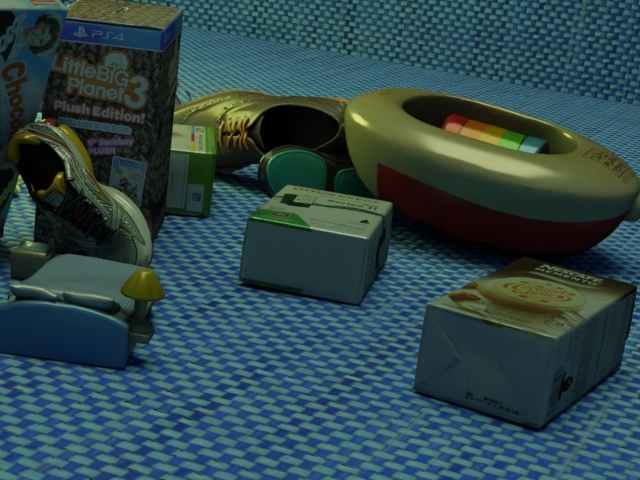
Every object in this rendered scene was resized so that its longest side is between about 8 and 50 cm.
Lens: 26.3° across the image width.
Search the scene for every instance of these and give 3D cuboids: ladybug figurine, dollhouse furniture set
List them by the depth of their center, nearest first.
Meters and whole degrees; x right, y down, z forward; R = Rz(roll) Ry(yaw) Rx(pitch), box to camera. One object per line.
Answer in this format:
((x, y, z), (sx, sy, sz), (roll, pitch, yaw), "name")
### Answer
((-0.285, -0.020, 1.448), (0.303, 0.198, 0.286), (9, 16, 5), "dollhouse furniture set")
((0.237, -0.090, 1.953), (0.449, 0.162, 0.305), (20, 23, 22), "ladybug figurine")

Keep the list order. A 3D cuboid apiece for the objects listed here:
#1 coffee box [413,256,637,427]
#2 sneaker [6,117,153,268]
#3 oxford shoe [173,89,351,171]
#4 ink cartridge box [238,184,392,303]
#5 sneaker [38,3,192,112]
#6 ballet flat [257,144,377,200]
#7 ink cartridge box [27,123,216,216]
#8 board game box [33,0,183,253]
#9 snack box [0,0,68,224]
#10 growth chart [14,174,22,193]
((0.218, 0.099, 1.422), (0.141, 0.098, 0.246), (15, 17, 27), "coffee box")
((-0.285, -0.039, 1.585), (0.225, 0.088, 0.092), (48, 18, 4), "sneaker")
((-0.112, -0.176, 2.122), (0.363, 0.130, 0.132), (-4, 2, 18), "oxford shoe")
((0.000, 0.000, 1.708), (0.153, 0.087, 0.208), (10, 15, 9), "ink cartridge box")
((-0.396, -0.230, 2.299), (0.365, 0.210, 0.137), (-26, 11, 10), "sneaker")
((-0.008, -0.087, 2.041), (0.280, 0.095, 0.096), (7, 2, -43), "ballet flat")
((-0.282, -0.113, 1.977), (0.255, 0.097, 0.189), (6, 15, -7), "ink cartridge box")
((-0.267, -0.149, 1.747), (0.141, 0.291, 0.232), (6, 16, -2), "board game box")
((-0.421, -0.137, 1.581), (0.060, 0.322, 0.187), (39, 31, 30), "snack box")
((-0.501, -0.085, 1.924), (0.171, 0.021, 0.237), (3, 16, -15), "growth chart")
